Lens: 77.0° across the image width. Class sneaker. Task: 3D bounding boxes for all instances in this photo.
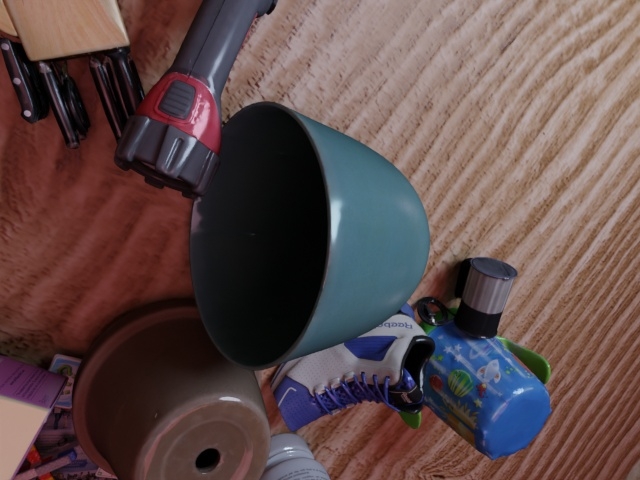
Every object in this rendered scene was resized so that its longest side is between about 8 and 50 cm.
[{"bbox_3d":[0.073,0.234,0.698,0.315,0.182,0.127,-33,118,-9],"label":"sneaker"}]

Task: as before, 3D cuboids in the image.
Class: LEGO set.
[{"bbox_3d":[-0.344,0.302,0.585,0.182,0.060,0.244,27,94,-29],"label":"LEGO set"}]

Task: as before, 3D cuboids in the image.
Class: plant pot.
[{"bbox_3d":[-0.173,0.227,0.526,0.263,0.229,0.263,-4,98,-31],"label":"plant pot"},{"bbox_3d":[0.000,0.000,0.525,0.235,0.293,0.293,4,109,-41],"label":"plant pot"}]

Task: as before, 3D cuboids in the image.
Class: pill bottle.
[{"bbox_3d":[-0.035,0.489,0.692,0.160,0.283,0.160,-9,113,-21],"label":"pill bottle"}]

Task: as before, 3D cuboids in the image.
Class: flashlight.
[{"bbox_3d":[-0.118,-0.201,0.448,0.103,0.103,0.304,36,69,-52],"label":"flashlight"}]

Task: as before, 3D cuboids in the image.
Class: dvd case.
[{"bbox_3d":[-0.386,0.329,0.625,0.180,0.022,0.253,13,105,-27],"label":"dvd case"}]

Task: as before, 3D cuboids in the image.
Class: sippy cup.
[{"bbox_3d":[0.309,0.288,0.800,0.305,0.224,0.240,-40,120,-4],"label":"sippy cup"}]

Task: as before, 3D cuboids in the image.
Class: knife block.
[{"bbox_3d":[-0.244,-0.244,0.422,0.242,0.088,0.276,29,97,-32],"label":"knife block"}]

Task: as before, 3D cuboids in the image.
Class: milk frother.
[{"bbox_3d":[0.274,0.103,0.767,0.143,0.129,0.135,-7,116,-28],"label":"milk frother"}]

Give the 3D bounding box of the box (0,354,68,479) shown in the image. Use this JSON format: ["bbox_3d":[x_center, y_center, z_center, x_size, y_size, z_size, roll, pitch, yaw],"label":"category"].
[{"bbox_3d":[-0.466,0.229,0.443,0.243,0.117,0.214,29,80,-22],"label":"box"}]
